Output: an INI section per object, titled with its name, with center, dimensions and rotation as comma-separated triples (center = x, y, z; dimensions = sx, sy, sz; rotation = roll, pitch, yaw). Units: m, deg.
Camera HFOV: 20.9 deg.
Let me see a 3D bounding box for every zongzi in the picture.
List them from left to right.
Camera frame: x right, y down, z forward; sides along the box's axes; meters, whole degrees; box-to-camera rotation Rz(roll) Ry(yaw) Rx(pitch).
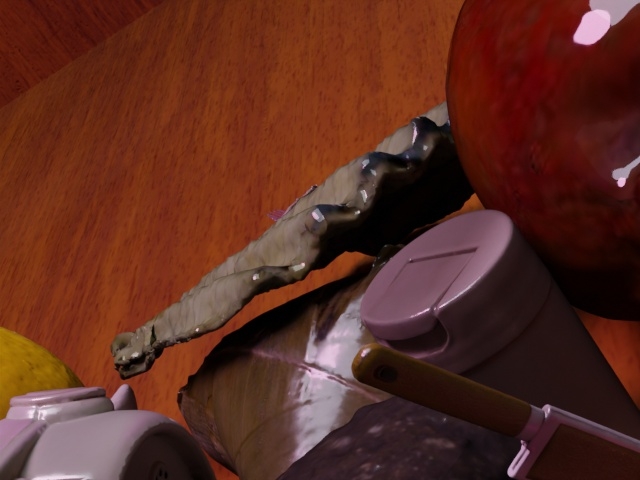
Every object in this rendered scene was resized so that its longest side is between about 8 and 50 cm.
[zongzi]
center = -0.034, 0.168, 1.196
dimensions = 0.274, 0.145, 0.300
rotation = -25, 30, 49

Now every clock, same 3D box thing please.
[clock]
center = -0.135, 0.222, 1.064
dimensions = 0.108, 0.265, 0.324
rotation = -8, 25, 17

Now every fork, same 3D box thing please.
[fork]
center = -0.021, -0.029, 1.409
dimensions = 0.016, 0.012, 0.115
rotation = -36, 3, -22

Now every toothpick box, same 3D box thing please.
[toothpick box]
center = 0.116, 0.080, 1.065
dimensions = 0.111, 0.181, 0.111
rotation = -31, 21, 14

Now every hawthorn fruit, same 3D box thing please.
[hawthorn fruit]
center = 0.230, -0.090, 1.124
dimensions = 0.308, 0.308, 0.325
rotation = -30, 45, 16

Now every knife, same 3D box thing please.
[knife]
center = 0.118, 0.108, 0.925
dimensions = 0.046, 0.256, 0.022
rotation = -60, 28, 13

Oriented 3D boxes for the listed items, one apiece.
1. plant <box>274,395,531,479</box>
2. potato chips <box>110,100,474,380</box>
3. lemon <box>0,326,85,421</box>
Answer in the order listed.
[plant]
center = 0.011, 0.233, 0.922
dimensions = 0.181, 0.194, 0.320
rotation = -14, 23, 47
[potato chips]
center = 0.000, 0.000, 1.361
dimensions = 0.358, 0.070, 0.429
rotation = -31, -3, -25
[lemon]
center = -0.292, 0.193, 1.351
dimensions = 0.293, 0.293, 0.293
rotation = -31, 21, 14
